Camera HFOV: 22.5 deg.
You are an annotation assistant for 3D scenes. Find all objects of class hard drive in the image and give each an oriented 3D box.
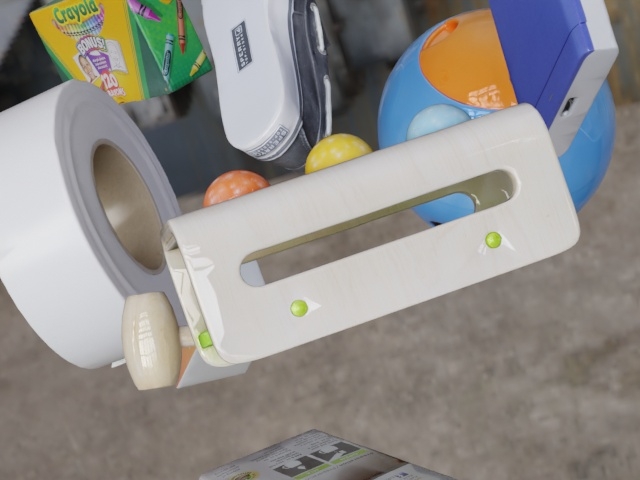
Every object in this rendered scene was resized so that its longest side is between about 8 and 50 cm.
[{"bbox_3d":[0.209,-0.269,1.593,0.040,0.210,0.318,-8,66,-10],"label":"hard drive"}]

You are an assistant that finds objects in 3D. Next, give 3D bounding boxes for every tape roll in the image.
[{"bbox_3d":[-0.233,-0.015,1.636,0.100,0.286,0.286,-23,31,14],"label":"tape roll"}]

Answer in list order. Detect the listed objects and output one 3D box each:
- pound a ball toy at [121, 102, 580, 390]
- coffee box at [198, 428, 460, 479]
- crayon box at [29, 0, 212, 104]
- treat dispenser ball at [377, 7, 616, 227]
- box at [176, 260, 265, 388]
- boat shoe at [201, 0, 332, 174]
[{"bbox_3d":[0.000,0.000,1.187,0.319,0.135,0.208,-18,-2,-11],"label":"pound a ball toy"},{"bbox_3d":[0.046,0.257,1.154,0.119,0.168,0.297,-19,15,-31],"label":"coffee box"},{"bbox_3d":[-0.281,-0.279,2.239,0.081,0.165,0.278,-34,16,-31],"label":"crayon box"},{"bbox_3d":[0.212,-0.138,1.950,0.288,0.288,0.288,-13,33,9],"label":"treat dispenser ball"},{"bbox_3d":[-0.130,0.077,1.881,0.091,0.170,0.130,-12,66,-22],"label":"box"},{"bbox_3d":[-0.040,-0.198,1.579,0.108,0.102,0.301,-32,50,30],"label":"boat shoe"}]
